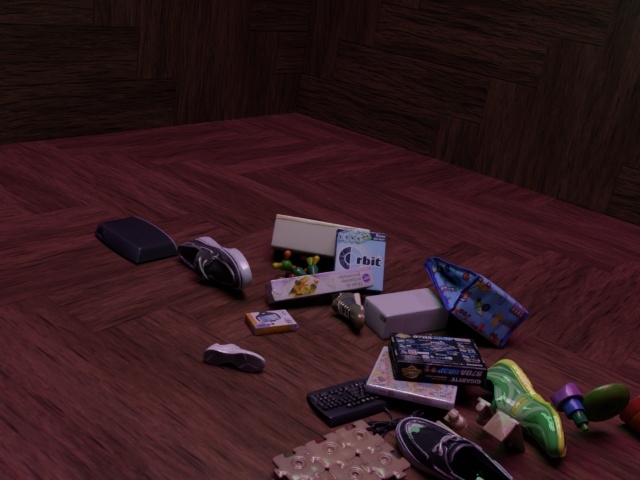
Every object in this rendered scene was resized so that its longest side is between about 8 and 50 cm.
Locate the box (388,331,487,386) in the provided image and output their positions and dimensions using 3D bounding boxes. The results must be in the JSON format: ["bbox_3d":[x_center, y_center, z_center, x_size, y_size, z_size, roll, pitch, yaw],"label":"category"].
[{"bbox_3d":[0.285,0.290,1.706,0.220,0.051,0.175,5,16,-2],"label":"box"}]

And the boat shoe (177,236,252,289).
[{"bbox_3d":[-0.324,0.078,2.066,0.119,0.121,0.335,-16,22,-32],"label":"boat shoe"}]

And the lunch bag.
[{"bbox_3d":[0.436,0.152,2.039,0.221,0.138,0.293,35,8,-22],"label":"lunch bag"}]

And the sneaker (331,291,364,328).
[{"bbox_3d":[0.074,0.198,1.974,0.086,0.064,0.192,6,17,-5],"label":"sneaker"}]

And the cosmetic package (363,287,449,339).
[{"bbox_3d":[0.247,0.209,1.988,0.231,0.085,0.117,-6,27,-28],"label":"cosmetic package"}]

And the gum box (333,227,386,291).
[{"bbox_3d":[0.122,0.063,2.169,0.157,0.184,0.041,7,-12,-7],"label":"gum box"}]

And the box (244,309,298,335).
[{"bbox_3d":[-0.129,0.222,1.881,0.136,0.028,0.081,-5,26,-27],"label":"box"}]

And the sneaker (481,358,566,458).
[{"bbox_3d":[0.468,0.405,1.612,0.124,0.109,0.295,-23,33,-7],"label":"sneaker"}]

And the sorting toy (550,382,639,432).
[{"bbox_3d":[0.690,0.415,1.578,0.366,0.127,0.126,15,35,-27],"label":"sorting toy"}]

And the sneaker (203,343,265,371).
[{"bbox_3d":[-0.205,0.278,1.682,0.152,0.053,0.061,12,20,7],"label":"sneaker"}]

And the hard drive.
[{"bbox_3d":[-0.591,-0.009,2.217,0.255,0.054,0.172,27,28,37],"label":"hard drive"}]

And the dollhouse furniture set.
[{"bbox_3d":[0.341,0.447,1.524,0.151,0.123,0.144,-42,45,-18],"label":"dollhouse furniture set"}]

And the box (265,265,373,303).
[{"bbox_3d":[-0.001,0.131,2.037,0.324,0.063,0.067,-7,-9,-24],"label":"box"}]

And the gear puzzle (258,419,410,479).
[{"bbox_3d":[0.007,0.465,1.340,0.339,0.044,0.175,-12,32,-36],"label":"gear puzzle"}]

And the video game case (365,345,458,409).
[{"bbox_3d":[0.233,0.331,1.687,0.207,0.026,0.227,10,17,13],"label":"video game case"}]

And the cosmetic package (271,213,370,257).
[{"bbox_3d":[0.000,0.000,2.285,0.310,0.113,0.160,9,-6,0],"label":"cosmetic package"}]

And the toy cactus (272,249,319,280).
[{"bbox_3d":[-0.044,0.101,2.131,0.181,0.112,0.219,28,17,17],"label":"toy cactus"}]

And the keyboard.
[{"bbox_3d":[0.140,0.375,1.613,0.317,0.033,0.201,-8,28,-35],"label":"keyboard"}]

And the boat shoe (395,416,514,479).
[{"bbox_3d":[0.269,0.438,1.387,0.108,0.102,0.301,-34,44,-23],"label":"boat shoe"}]
